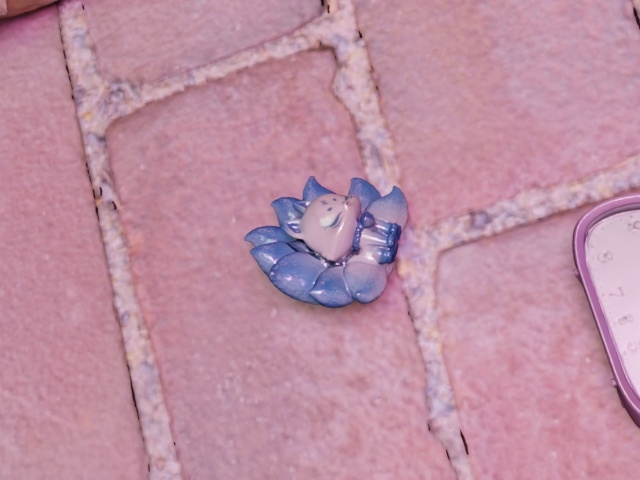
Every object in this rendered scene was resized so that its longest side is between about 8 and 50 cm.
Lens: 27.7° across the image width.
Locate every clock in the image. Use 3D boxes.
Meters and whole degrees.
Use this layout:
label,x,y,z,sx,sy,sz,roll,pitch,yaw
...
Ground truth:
label,x,y,z,sx,sy,sz,roll,pitch,yaw
clock,0.222,0.038,0.802,0.110,0.050,0.152,-19,75,11

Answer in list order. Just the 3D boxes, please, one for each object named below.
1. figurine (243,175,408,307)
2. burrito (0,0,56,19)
label,x,y,z,sx,sy,sz,roll,pitch,yaw
figurine,0.000,0.000,0.855,0.114,0.079,0.114,-3,54,4
burrito,-0.149,-0.277,0.943,0.348,0.107,0.175,-25,89,11
